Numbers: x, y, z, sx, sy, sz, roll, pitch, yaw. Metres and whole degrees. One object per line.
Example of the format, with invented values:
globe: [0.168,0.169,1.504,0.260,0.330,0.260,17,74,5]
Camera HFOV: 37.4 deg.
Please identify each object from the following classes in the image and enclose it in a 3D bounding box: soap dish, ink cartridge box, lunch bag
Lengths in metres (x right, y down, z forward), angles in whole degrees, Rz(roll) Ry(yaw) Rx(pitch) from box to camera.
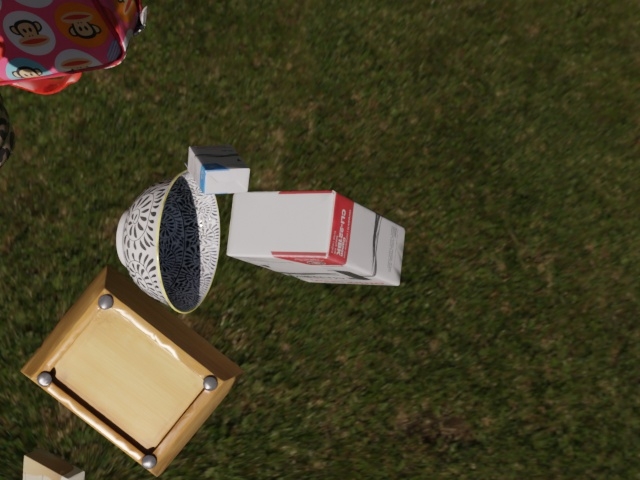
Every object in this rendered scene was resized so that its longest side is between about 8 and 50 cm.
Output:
soap dish: [-0.306,0.217,1.532,0.291,0.118,0.229,40,90,-6]
ink cartridge box: [-0.110,-0.079,0.992,0.048,0.083,0.028,-5,119,-23]
ink cartridge box: [0.000,0.000,1.616,0.197,0.273,0.114,1,80,30]
lunch bag: [-0.368,-0.284,1.130,0.293,0.258,0.120,-3,50,18]

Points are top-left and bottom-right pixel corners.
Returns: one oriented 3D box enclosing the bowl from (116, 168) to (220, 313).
bowl: [-0.188,-0.002,1.113,0.080,0.170,0.170,4,71,17]

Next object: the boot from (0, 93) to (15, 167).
boot: [-0.402,-0.114,0.691,0.138,0.284,0.377,37,56,26]

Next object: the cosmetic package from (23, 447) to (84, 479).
cosmetic package: [-0.475,0.421,1.680,0.041,0.115,0.060,-17,118,-55]
